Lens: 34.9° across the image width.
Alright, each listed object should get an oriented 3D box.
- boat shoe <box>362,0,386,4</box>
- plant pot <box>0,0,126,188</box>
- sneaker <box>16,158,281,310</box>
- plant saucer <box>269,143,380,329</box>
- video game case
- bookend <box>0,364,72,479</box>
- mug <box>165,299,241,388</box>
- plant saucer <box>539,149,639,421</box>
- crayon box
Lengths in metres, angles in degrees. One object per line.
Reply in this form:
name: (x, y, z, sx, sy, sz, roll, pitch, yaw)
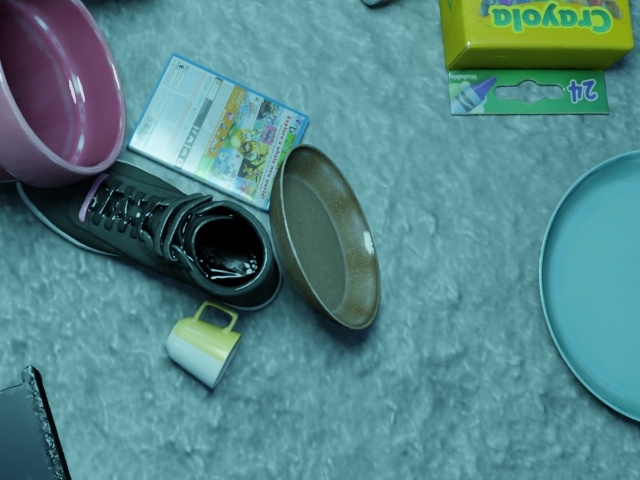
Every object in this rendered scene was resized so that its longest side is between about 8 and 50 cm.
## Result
boat shoe: (0.043, -0.403, 1.155, 0.088, 0.096, 0.267, -24, 85, -19)
plant pot: (-0.314, -0.133, 0.967, 0.180, 0.201, 0.201, -16, 81, 20)
sneaker: (-0.166, -0.025, 1.010, 0.295, 0.147, 0.104, 26, 77, -4)
plant saucer: (0.000, 0.000, 1.040, 0.036, 0.198, 0.199, -21, 82, 24)
video game case: (-0.110, -0.117, 1.107, 0.166, 0.015, 0.119, 25, 75, -5)
bookend: (-0.324, 0.220, 0.968, 0.157, 0.072, 0.156, -18, 82, -13)
mug: (-0.119, 0.103, 1.041, 0.064, 0.062, 0.078, 27, 75, 4)
plant saucer: (0.390, 0.054, 1.158, 0.317, 0.044, 0.318, 2, 79, -12)
crayon box: (0.242, -0.312, 1.181, 0.203, 0.083, 0.323, -2, 80, -11)
